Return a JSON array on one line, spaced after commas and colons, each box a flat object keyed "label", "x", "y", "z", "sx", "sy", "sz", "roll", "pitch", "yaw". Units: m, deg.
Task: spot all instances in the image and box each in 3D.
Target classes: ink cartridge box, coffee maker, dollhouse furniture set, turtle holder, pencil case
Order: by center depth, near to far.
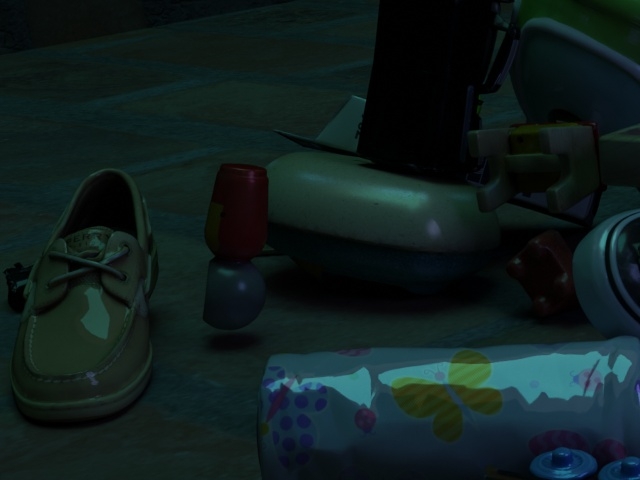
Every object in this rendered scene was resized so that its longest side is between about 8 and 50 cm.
[{"label": "pencil case", "x": 0.091, "y": 0.127, "z": 1.214, "sx": 0.273, "sy": 0.113, "sz": 0.124, "roll": -2, "pitch": -30, "yaw": 6}, {"label": "dollhouse furniture set", "x": 0.324, "y": -0.013, "z": 1.560, "sx": 0.152, "sy": 0.201, "sz": 0.374, "roll": -18, "pitch": 14, "yaw": -41}, {"label": "coffee maker", "x": 0.091, "y": -0.156, "z": 1.714, "sx": 0.171, "sy": 0.178, "sz": 0.120, "roll": 5, "pitch": 7, "yaw": -28}, {"label": "turtle holder", "x": 0.334, "y": -0.176, "z": 1.757, "sx": 0.320, "sy": 0.227, "sz": 0.243, "roll": 20, "pitch": 24, "yaw": -2}, {"label": "ink cartridge box", "x": 0.128, "y": -0.089, "z": 1.885, "sx": 0.333, "sy": 0.065, "sz": 0.165, "roll": 16, "pitch": 1, "yaw": 10}]

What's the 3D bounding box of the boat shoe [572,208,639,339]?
[{"label": "boat shoe", "x": 0.336, "y": 0.035, "z": 1.277, "sx": 0.335, "sy": 0.121, "sz": 0.119, "roll": 11, "pitch": -23, "yaw": -28}]

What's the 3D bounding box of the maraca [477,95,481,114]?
[{"label": "maraca", "x": 0.146, "y": -0.163, "z": 2.371, "sx": 0.127, "sy": 0.099, "sz": 0.185, "roll": -3, "pitch": 40, "yaw": 14}]

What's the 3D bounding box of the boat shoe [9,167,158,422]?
[{"label": "boat shoe", "x": -0.207, "y": 0.042, "z": 1.579, "sx": 0.122, "sy": 0.110, "sz": 0.341, "roll": -3, "pitch": 25, "yaw": -1}]

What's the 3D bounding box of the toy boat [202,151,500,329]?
[{"label": "toy boat", "x": 0.000, "y": 0.000, "z": 1.714, "sx": 0.267, "sy": 0.148, "sz": 0.318, "roll": 13, "pitch": 11, "yaw": 38}]

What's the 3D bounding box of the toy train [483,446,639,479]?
[{"label": "toy train", "x": 0.173, "y": 0.179, "z": 1.076, "sx": 0.184, "sy": 0.080, "sz": 0.105, "roll": 8, "pitch": 24, "yaw": 38}]

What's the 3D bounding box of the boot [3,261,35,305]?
[{"label": "boot", "x": -0.257, "y": 0.043, "z": 1.781, "sx": 0.099, "sy": 0.045, "sz": 0.121, "roll": -9, "pitch": 13, "yaw": -15}]

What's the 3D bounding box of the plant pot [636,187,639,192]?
[{"label": "plant pot", "x": 0.481, "y": -0.134, "z": 1.873, "sx": 0.196, "sy": 0.293, "sz": 0.293, "roll": 19, "pitch": -3, "yaw": -39}]

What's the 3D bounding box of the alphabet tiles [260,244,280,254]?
[{"label": "alphabet tiles", "x": 0.020, "y": -0.016, "z": 2.003, "sx": 0.237, "sy": 0.009, "sz": 0.198, "roll": -3, "pitch": 14, "yaw": 3}]
